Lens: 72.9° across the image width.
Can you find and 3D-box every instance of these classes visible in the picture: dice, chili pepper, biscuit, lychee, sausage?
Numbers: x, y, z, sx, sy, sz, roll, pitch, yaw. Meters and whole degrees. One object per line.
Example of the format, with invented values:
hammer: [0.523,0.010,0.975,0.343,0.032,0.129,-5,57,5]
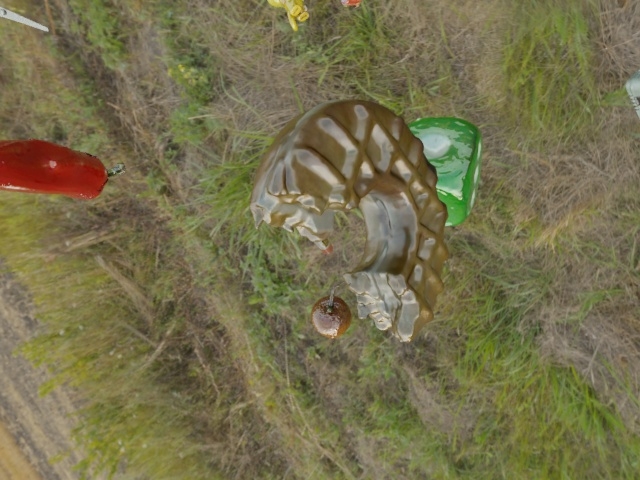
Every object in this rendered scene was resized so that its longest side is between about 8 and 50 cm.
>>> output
dice: [0.416,-0.242,1.556,0.287,0.297,0.300,8,155,23]
chili pepper: [-0.525,-0.136,0.847,0.110,0.387,0.110,1,93,9]
biscuit: [0.076,-0.041,0.617,0.115,0.268,0.366,0,144,44]
lychee: [0.026,0.178,1.075,0.101,0.114,0.140,1,121,42]
sausage: [0.000,0.000,1.008,0.034,0.253,0.034,-2,78,11]

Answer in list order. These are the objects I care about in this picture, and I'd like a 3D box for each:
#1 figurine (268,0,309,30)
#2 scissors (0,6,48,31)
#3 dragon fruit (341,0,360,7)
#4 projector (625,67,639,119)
figurine: [-0.110,-0.805,1.417,0.131,0.156,0.246,-40,54,28]
scissors: [-0.645,-0.458,0.855,0.015,0.189,0.100,48,117,38]
dragon fruit: [0.092,-0.694,1.217,0.056,0.060,0.083,-30,65,57]
projector: [0.644,-0.269,0.703,0.256,0.099,0.192,-45,113,0]
